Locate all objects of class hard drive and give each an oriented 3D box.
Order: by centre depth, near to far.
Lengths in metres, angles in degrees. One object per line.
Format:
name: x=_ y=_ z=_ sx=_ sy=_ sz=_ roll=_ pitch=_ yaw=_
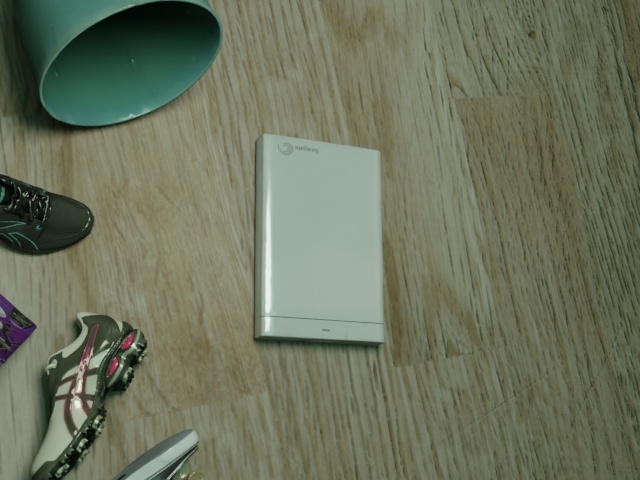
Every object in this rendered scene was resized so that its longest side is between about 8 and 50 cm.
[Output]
hard drive: x=0.000 y=0.000 z=1.593 sx=0.233 sy=0.047 sz=0.353 roll=6 pitch=74 yaw=-24

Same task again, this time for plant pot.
plant pot: x=-0.331 y=-0.357 z=1.401 sx=0.293 sy=0.293 sz=0.235 roll=-19 pitch=71 yaw=-28

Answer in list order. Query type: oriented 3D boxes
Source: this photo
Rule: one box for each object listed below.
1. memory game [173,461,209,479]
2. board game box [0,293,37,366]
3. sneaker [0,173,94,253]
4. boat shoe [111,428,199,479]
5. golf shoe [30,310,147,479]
memory game: x=-0.240 y=0.423 z=1.394 sx=0.186 sy=0.012 sz=0.186 roll=6 pitch=75 yaw=-24
board game box: x=-0.549 y=0.040 z=1.238 sx=0.347 sy=0.208 sz=0.056 roll=44 pitch=89 yaw=-10
sneaker: x=-0.460 y=-0.044 z=1.347 sx=0.267 sy=0.106 sz=0.101 roll=8 pitch=73 yaw=-31
boat shoe: x=-0.263 y=0.372 z=1.346 sx=0.228 sy=0.080 sz=0.076 roll=-37 pitch=100 yaw=-27
golf shoe: x=-0.364 y=0.233 z=1.347 sx=0.120 sy=0.105 sz=0.273 roll=27 pitch=60 yaw=0
